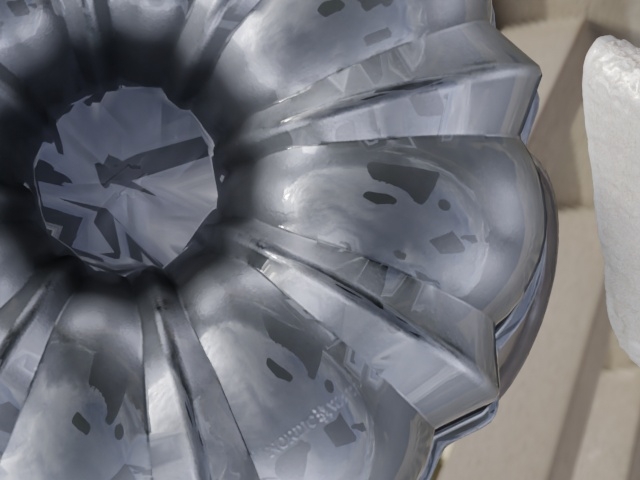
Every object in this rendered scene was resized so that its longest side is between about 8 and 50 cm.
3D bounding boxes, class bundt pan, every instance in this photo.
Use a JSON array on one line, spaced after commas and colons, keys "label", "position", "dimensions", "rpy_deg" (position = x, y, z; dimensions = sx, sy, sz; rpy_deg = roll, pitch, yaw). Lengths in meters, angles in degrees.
[{"label": "bundt pan", "position": [-0.068, -0.021, 0.624], "dimensions": [0.331, 0.124, 0.330], "rpy_deg": [0, 87, -6]}]

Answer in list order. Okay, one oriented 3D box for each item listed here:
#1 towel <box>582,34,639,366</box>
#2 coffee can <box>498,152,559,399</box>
[{"label": "towel", "position": [0.258, 0.011, 1.146], "dimensions": [0.187, 0.049, 0.282], "rpy_deg": [32, 149, 39]}, {"label": "coffee can", "position": [0.000, 0.000, 1.267], "dimensions": [0.275, 0.201, 0.201], "rpy_deg": [18, 117, 35]}]
